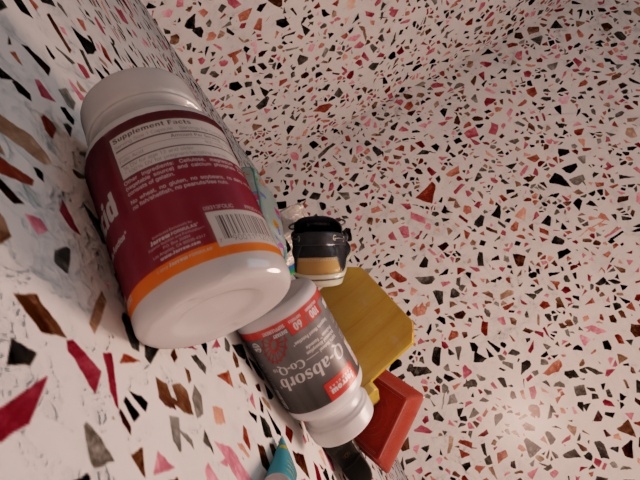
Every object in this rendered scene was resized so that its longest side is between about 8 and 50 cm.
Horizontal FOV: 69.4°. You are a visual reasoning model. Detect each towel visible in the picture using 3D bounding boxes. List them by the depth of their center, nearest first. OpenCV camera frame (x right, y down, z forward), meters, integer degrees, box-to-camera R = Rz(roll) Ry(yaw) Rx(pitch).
[{"bbox_3d":[-0.138,0.004,1.625,0.049,0.282,0.187,0,-58,62],"label":"towel"}]

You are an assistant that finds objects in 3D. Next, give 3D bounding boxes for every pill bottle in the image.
[{"bbox_3d":[-0.220,-0.059,0.703,0.392,0.224,0.224,62,2,23],"label":"pill bottle"},{"bbox_3d":[-0.027,0.291,1.108,0.363,0.210,0.210,61,2,-11],"label":"pill bottle"}]

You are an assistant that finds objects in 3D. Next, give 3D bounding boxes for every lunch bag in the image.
[{"bbox_3d":[-0.195,-0.015,0.954,0.108,0.224,0.279,55,12,-45],"label":"lunch bag"}]

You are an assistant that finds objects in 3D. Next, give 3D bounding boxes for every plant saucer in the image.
[{"bbox_3d":[0.159,0.528,1.435,0.048,0.258,0.259,26,0,-44],"label":"plant saucer"}]

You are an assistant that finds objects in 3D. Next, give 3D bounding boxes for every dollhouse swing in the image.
[{"bbox_3d":[0.092,0.305,1.403,0.347,0.305,0.315,47,-12,26],"label":"dollhouse swing"}]

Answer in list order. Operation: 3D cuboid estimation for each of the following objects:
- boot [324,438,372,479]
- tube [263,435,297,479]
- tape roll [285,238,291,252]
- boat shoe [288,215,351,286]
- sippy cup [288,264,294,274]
[{"bbox_3d":[0.066,0.605,1.357,0.263,0.091,0.229,58,-9,20],"label":"boot"},{"bbox_3d":[-0.066,0.415,0.829,0.207,0.052,0.080,85,-12,-79],"label":"tube"},{"bbox_3d":[-0.227,-0.054,1.327,0.321,0.077,0.321,42,5,-4],"label":"tape roll"},{"bbox_3d":[0.000,0.000,1.363,0.500,0.187,0.156,-83,170,-79],"label":"boat shoe"},{"bbox_3d":[-0.167,0.003,1.792,0.224,0.240,0.305,-147,-141,-71],"label":"sippy cup"}]
